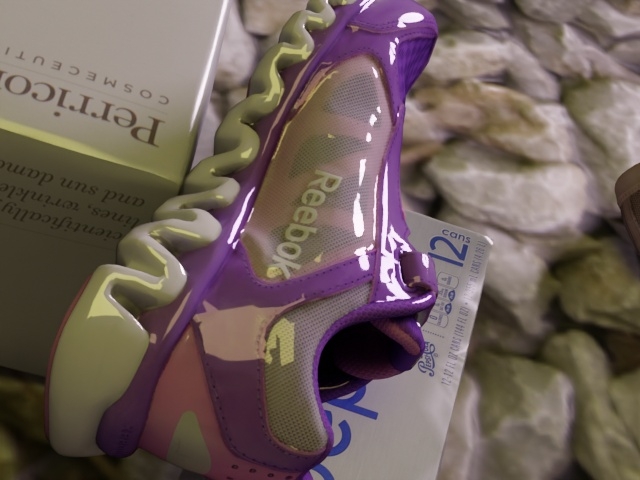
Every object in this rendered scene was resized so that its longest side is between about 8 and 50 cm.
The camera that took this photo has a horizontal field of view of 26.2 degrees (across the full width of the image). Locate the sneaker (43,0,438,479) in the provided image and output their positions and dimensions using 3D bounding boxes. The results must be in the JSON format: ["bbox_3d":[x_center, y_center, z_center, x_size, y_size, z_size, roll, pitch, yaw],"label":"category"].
[{"bbox_3d":[0.000,0.000,0.504,0.105,0.095,0.236,25,53,8],"label":"sneaker"}]

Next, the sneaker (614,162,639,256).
[{"bbox_3d":[0.251,-0.011,0.758,0.188,0.066,0.071,-6,69,-17],"label":"sneaker"}]

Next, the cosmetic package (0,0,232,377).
[{"bbox_3d":[-0.146,-0.137,0.661,0.217,0.156,0.385,14,46,-9],"label":"cosmetic package"}]

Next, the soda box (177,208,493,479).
[{"bbox_3d":[-0.012,0.111,0.524,0.091,0.098,0.286,19,47,2],"label":"soda box"}]
